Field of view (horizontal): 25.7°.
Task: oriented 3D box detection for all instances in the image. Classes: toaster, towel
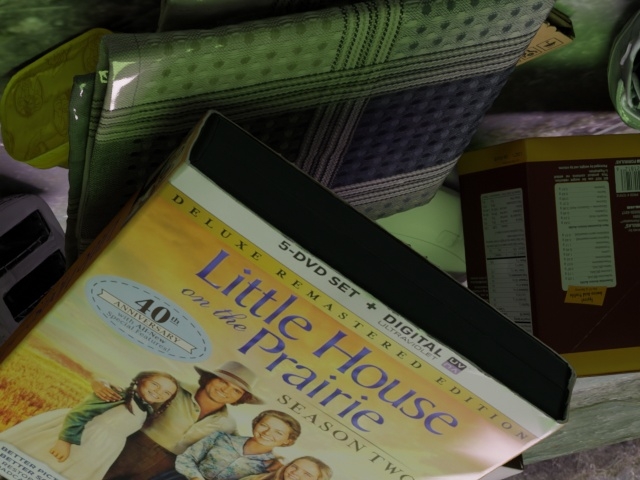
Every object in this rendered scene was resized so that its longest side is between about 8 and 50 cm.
[{"bbox_3d":[-0.306,0.044,1.204,0.146,0.129,0.227,-20,-167,23],"label":"toaster"},{"bbox_3d":[-0.022,-0.084,0.977,0.324,0.056,0.312,-13,157,-21],"label":"towel"}]

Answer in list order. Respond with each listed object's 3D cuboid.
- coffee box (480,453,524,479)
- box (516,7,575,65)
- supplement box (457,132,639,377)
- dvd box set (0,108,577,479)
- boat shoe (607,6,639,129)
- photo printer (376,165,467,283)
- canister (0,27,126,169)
[{"bbox_3d":[0.029,0.118,1.222,0.297,0.168,0.119,18,145,-38],"label":"coffee box"},{"bbox_3d":[0.064,-0.141,1.049,0.201,0.021,0.164,-21,159,33],"label":"box"},{"bbox_3d":[0.234,0.012,1.185,0.191,0.194,0.129,-4,179,-19],"label":"supplement box"},{"bbox_3d":[-0.069,0.124,1.017,0.307,0.062,0.420,35,133,-14],"label":"dvd box set"},{"bbox_3d":[0.253,-0.130,1.041,0.079,0.081,0.227,25,158,8],"label":"boat shoe"},{"bbox_3d":[0.000,0.000,1.307,0.307,0.107,0.256,-19,158,27],"label":"photo printer"},{"bbox_3d":[-0.130,-0.088,1.034,0.126,0.073,0.170,-23,159,32],"label":"canister"}]
